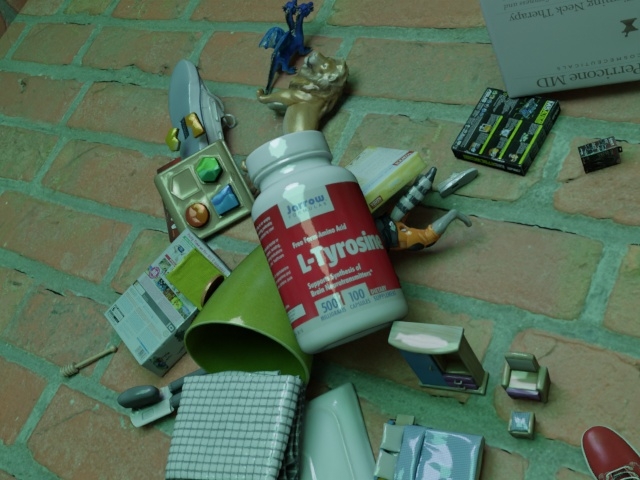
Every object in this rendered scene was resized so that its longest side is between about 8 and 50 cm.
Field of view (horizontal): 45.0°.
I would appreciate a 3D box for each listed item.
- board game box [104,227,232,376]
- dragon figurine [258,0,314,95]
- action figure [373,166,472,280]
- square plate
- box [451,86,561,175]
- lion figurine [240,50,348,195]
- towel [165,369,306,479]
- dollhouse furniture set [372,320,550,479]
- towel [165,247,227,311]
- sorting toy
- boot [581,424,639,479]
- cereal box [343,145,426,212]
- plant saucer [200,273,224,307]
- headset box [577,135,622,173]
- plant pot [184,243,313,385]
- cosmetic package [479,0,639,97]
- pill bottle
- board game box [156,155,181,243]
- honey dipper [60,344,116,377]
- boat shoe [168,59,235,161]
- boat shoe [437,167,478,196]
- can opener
[{"bbox_3d":[-0.359,0.149,1.906,0.303,0.097,0.224,-46,51,-3],"label":"board game box"},{"bbox_3d":[-0.112,-0.547,2.178,0.085,0.144,0.289,31,79,39],"label":"dragon figurine"},{"bbox_3d":[0.117,-0.045,1.720,0.330,0.178,0.341,-31,51,-3],"label":"action figure"},{"bbox_3d":[-0.050,0.493,1.547,0.344,0.049,0.347,-26,51,11],"label":"square plate"},{"bbox_3d":[0.422,-0.253,1.763,0.184,0.045,0.190,21,72,34],"label":"box"},{"bbox_3d":[-0.057,-0.302,2.020,0.240,0.142,0.391,2,76,21],"label":"lion figurine"},{"bbox_3d":[-0.163,0.389,1.571,0.284,0.121,0.235,-8,56,27],"label":"towel"},{"bbox_3d":[0.232,0.333,1.383,0.287,0.198,0.303,2,58,30],"label":"dollhouse furniture set"},{"bbox_3d":[-0.242,0.132,1.798,0.237,0.021,0.102,44,85,-5],"label":"towel"},{"bbox_3d":[-0.326,-0.166,2.012,0.229,0.041,0.307,-29,83,12],"label":"sorting toy"},{"bbox_3d":[0.490,0.386,1.234,0.088,0.176,0.244,-33,49,9],"label":"boot"},{"bbox_3d":[0.110,-0.139,1.730,0.173,0.047,0.240,-40,22,-11],"label":"cereal box"},{"bbox_3d":[-0.237,0.110,1.682,0.013,0.083,0.083,26,74,14],"label":"plant saucer"},{"bbox_3d":[0.587,-0.180,1.612,0.083,0.062,0.032,-16,55,19],"label":"headset box"},{"bbox_3d":[-0.113,0.143,1.691,0.275,0.274,0.293,-2,47,28],"label":"plant pot"},{"bbox_3d":[0.535,-0.575,1.652,0.330,0.393,0.327,-4,51,27],"label":"cosmetic package"},{"bbox_3d":[0.000,0.000,1.533,0.229,0.229,0.407,-24,79,14],"label":"pill bottle"},{"bbox_3d":[-0.370,-0.127,2.131,0.145,0.027,0.281,-29,51,12],"label":"board game box"},{"bbox_3d":[-0.593,0.307,1.978,0.161,0.030,0.030,-26,52,10],"label":"honey dipper"},{"bbox_3d":[-0.318,-0.340,2.168,0.136,0.157,0.367,-40,56,38],"label":"boat shoe"},{"bbox_3d":[0.310,-0.140,1.760,0.100,0.035,0.035,-36,53,13],"label":"boat shoe"},{"bbox_3d":[-0.329,0.348,1.772,0.281,0.093,0.074,-23,51,9],"label":"can opener"}]
